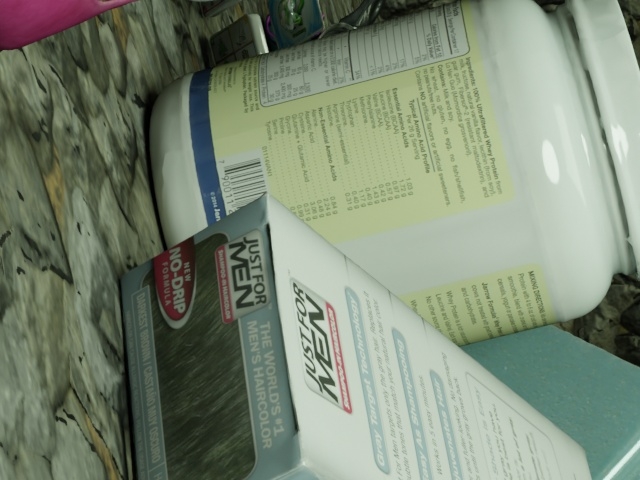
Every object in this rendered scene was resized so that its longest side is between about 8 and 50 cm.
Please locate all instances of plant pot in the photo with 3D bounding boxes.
[{"bbox_3d":[0.126,0.225,1.488,0.247,0.252,0.248,27,-28,37],"label":"plant pot"}]

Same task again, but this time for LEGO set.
[{"bbox_3d":[-0.030,-0.239,1.568,0.244,0.060,0.182,-23,-100,59],"label":"LEGO set"}]

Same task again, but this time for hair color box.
[{"bbox_3d":[0.044,0.151,1.166,0.374,0.114,0.185,39,31,-43],"label":"hair color box"}]

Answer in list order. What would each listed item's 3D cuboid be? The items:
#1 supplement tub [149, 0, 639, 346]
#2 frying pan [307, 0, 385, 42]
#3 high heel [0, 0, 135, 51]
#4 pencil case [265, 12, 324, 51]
[{"bbox_3d":[0.067,-0.038,1.341,0.235,0.325,0.235,-14,90,-83],"label":"supplement tub"},{"bbox_3d":[0.016,-0.188,1.992,0.197,0.053,0.326,16,77,-65],"label":"frying pan"},{"bbox_3d":[-0.089,-0.184,1.002,0.377,0.181,0.127,-73,148,-77],"label":"high heel"},{"bbox_3d":[-0.010,-0.184,2.073,0.064,0.070,0.151,-55,142,-30],"label":"pencil case"}]
